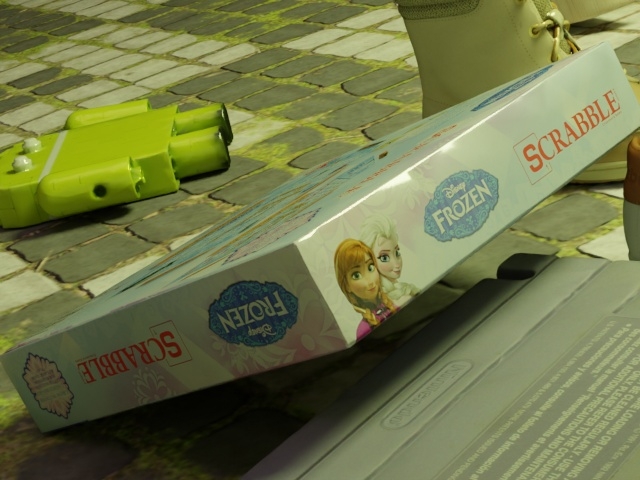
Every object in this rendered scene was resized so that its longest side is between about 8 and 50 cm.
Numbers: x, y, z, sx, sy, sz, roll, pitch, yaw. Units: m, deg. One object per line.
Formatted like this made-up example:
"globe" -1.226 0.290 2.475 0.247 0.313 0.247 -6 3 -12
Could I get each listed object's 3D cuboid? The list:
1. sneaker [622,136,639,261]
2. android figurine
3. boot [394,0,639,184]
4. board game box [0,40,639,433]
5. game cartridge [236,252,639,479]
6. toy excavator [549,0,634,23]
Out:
"sneaker" 0.332 -0.056 0.940 0.290 0.123 0.106 -16 19 -7
"android figurine" -0.223 -0.079 1.459 0.273 0.056 0.248 -11 21 4
"boot" 0.191 -0.151 1.155 0.262 0.203 0.095 -6 23 24
"board game box" 0.000 0.000 0.954 0.319 0.066 0.318 -34 9 -41
"game cartridge" 0.109 0.108 0.753 0.230 0.068 0.355 9 30 38
"toy excavator" 0.501 -0.371 1.593 0.445 0.222 0.433 -14 16 44
